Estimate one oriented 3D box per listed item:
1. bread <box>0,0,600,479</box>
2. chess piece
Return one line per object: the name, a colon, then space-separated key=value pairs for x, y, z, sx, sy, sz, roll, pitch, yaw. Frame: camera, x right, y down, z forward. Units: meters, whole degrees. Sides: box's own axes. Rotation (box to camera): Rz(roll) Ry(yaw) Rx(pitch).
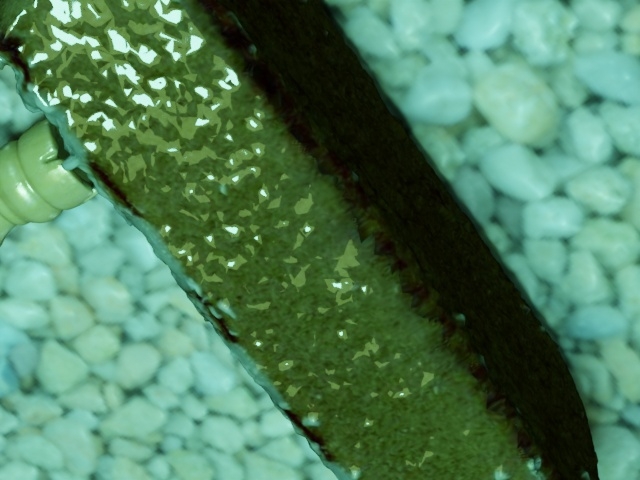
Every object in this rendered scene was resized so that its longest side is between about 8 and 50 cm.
bread: x=0.000 y=0.000 z=0.975 sx=0.113 sy=0.165 sz=0.416 roll=-29 pitch=112 yaw=20
chess piece: x=-0.178 y=-0.017 z=1.051 sx=0.122 sy=0.066 sz=0.066 roll=-28 pitch=113 yaw=15
